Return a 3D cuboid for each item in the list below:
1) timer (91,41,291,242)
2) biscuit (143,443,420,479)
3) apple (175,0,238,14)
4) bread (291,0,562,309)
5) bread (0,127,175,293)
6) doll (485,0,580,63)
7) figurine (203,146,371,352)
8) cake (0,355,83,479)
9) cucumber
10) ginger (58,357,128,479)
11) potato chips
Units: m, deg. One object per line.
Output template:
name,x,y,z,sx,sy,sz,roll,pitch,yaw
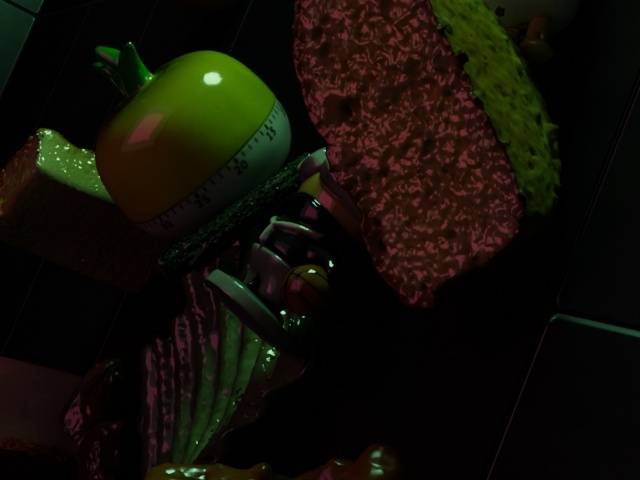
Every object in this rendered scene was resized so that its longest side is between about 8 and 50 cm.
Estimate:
timer,-0.202,-0.160,1.578,0.285,0.285,0.285,-40,37,38
biscuit,-0.037,0.324,0.940,0.110,0.312,0.318,87,-178,-67
apple,-0.184,-0.458,2.010,0.153,0.120,0.153,-46,27,32
bread,0.116,-0.116,1.130,0.194,0.179,0.340,-32,74,37
bread,-0.346,-0.043,1.778,0.185,0.275,0.114,-42,38,35
doll,0.225,-0.312,1.217,0.138,0.119,0.293,-15,60,49
figurine,0.000,0.000,1.279,0.236,0.133,0.176,-47,29,-12
cake,-0.453,0.308,1.911,0.262,0.160,0.158,94,-175,-63
cucumber,-0.096,-0.032,1.496,0.257,0.043,0.044,-37,38,-8
ginger,-0.320,0.276,1.673,0.122,0.084,0.290,-56,28,28
potato chips,-0.140,0.172,1.443,0.373,0.097,0.389,-56,26,18
